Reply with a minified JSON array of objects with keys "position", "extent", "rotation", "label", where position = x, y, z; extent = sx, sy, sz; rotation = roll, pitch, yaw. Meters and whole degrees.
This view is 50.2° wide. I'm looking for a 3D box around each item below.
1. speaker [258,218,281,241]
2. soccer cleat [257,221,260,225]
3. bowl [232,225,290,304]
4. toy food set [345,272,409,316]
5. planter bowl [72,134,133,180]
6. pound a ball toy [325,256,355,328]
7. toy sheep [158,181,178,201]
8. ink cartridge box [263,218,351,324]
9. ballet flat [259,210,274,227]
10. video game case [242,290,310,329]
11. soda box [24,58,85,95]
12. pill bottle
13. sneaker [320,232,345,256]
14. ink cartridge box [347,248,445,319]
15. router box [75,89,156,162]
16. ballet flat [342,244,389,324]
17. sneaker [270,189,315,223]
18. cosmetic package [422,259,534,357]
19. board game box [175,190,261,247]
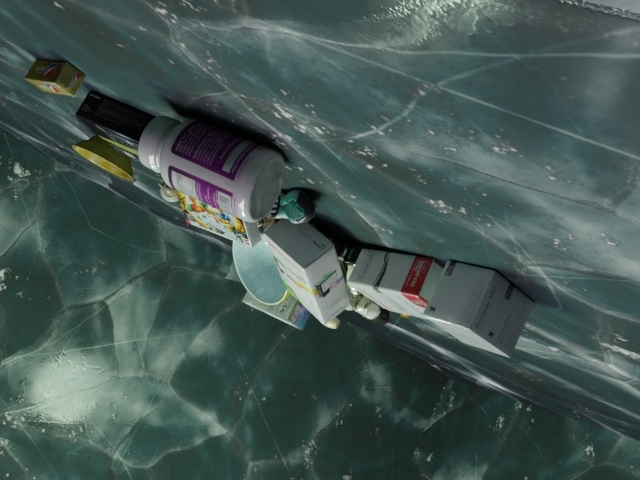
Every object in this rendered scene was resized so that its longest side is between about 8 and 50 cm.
[{"position":[-0.133,-0.033,2.082],"extent":[0.055,0.055,0.136],"rotation":[34,148,-32],"label":"speaker"},{"position":[-0.237,-0.076,2.157],"extent":[0.068,0.076,0.196],"rotation":[-12,-179,-34],"label":"soccer cleat"},{"position":[-0.146,0.055,2.286],"extent":[0.156,0.289,0.289],"rotation":[-21,-153,-40],"label":"bowl"},{"position":[0.191,0.145,2.096],"extent":[0.232,0.111,0.104],"rotation":[27,170,7],"label":"toy food set"},{"position":[-0.690,-0.289,2.232],"extent":[0.217,0.090,0.217],"rotation":[26,170,5],"label":"planter bowl"},{"position":[0.072,0.194,2.369],"extent":[0.136,0.208,0.319],"rotation":[24,169,16],"label":"pound a ball toy"},{"position":[-0.516,-0.177,2.379],"extent":[0.091,0.091,0.132],"rotation":[27,-177,0],"label":"toy sheep"},{"position":[-0.035,0.080,1.979],"extent":[0.201,0.117,0.278],"rotation":[40,159,38],"label":"ink cartridge box"},{"position":[-0.144,-0.092,1.959],"extent":[0.084,0.058,0.250],"rotation":[63,168,9],"label":"ballet flat"},{"position":[-0.111,0.148,2.424],"extent":[0.244,0.269,0.061],"rotation":[22,169,29],"label":"video game case"},{"position":[-0.654,-0.401,1.678],"extent":[0.181,0.061,0.058],"rotation":[17,166,44],"label":"soda box"},{"position":[-0.243,-0.168,1.502],"extent":[0.301,0.169,0.169],"rotation":[24,169,17],"label":"pill bottle"},{"position":[0.000,0.000,2.057],"extent":[0.188,0.066,0.071],"rotation":[10,140,51],"label":"sneaker"},{"position":[0.238,0.123,1.833],"extent":[0.197,0.114,0.273],"rotation":[35,162,-36],"label":"ink cartridge box"},{"position":[-0.455,-0.260,1.814],"extent":[0.309,0.081,0.243],"rotation":[24,169,15],"label":"router box"},{"position":[0.120,0.148,1.972],"extent":[0.095,0.096,0.280],"rotation":[-5,118,35],"label":"ballet flat"},{"position":[-0.044,-0.083,1.738],"extent":[0.098,0.083,0.224],"rotation":[9,-177,-26],"label":"sneaker"},{"position":[0.374,0.161,1.615],"extent":[0.184,0.151,0.151],"rotation":[33,168,-36],"label":"cosmetic package"},{"position":[-0.325,-0.105,2.105],"extent":[0.305,0.053,0.193],"rotation":[19,137,36],"label":"board game box"}]
